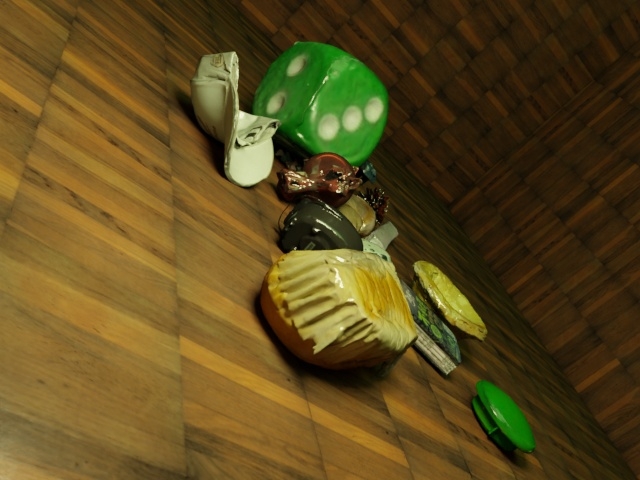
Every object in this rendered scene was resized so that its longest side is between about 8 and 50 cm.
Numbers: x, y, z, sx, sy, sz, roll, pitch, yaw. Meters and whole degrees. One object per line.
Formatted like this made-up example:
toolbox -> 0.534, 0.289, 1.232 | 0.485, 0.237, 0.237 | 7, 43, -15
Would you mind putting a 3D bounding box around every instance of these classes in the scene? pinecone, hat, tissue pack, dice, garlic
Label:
pinecone -> 0.161, -0.113, 2.023 | 0.121, 0.140, 0.140 | 14, 26, -12
hat -> -0.216, -0.261, 1.444 | 0.258, 0.168, 0.301 | 52, 31, -54
tissue pack -> 0.260, 0.220, 1.602 | 0.235, 0.073, 0.173 | 45, 16, -9
dice -> -0.004, -0.378, 1.800 | 0.287, 0.300, 0.297 | 27, -3, 43
garlic -> 0.093, -0.076, 1.725 | 0.101, 0.087, 0.195 | 19, 28, -45

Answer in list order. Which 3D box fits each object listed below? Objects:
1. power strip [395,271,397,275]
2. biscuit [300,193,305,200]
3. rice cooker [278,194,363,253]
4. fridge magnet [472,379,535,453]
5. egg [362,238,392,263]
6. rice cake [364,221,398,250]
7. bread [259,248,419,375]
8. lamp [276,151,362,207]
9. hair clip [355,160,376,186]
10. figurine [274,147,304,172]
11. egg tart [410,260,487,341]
power strip -> 0.209, 0.080, 1.864 | 0.055, 0.035, 0.083 | 23, 31, -55
biscuit -> 0.035, -0.051, 1.736 | 0.236, 0.040, 0.144 | 45, 11, -17
rice cooker -> -0.001, -0.001, 1.339 | 0.203, 0.142, 0.118 | 41, 28, -3
fridge magnet -> 0.458, 0.445, 1.557 | 0.208, 0.088, 0.208 | 44, 17, -17
egg -> 0.096, 0.056, 1.458 | 0.164, 0.131, 0.131 | 43, 17, -28
rice cake -> 0.193, -0.008, 1.981 | 0.073, 0.056, 0.365 | 53, 16, 0
bread -> 0.040, 0.122, 1.145 | 0.388, 0.183, 0.236 | 32, 37, -59
lamp -> 0.001, -0.162, 1.619 | 0.223, 0.215, 0.151 | 61, 26, -77
hair clip -> 0.071, -0.298, 2.133 | 0.206, 0.194, 0.310 | 44, 14, -36
figurine -> -0.086, -0.229, 1.816 | 0.106, 0.047, 0.060 | 39, -17, -2
egg tart -> 0.356, 0.195, 1.817 | 0.315, 0.120, 0.315 | 42, 16, -15
